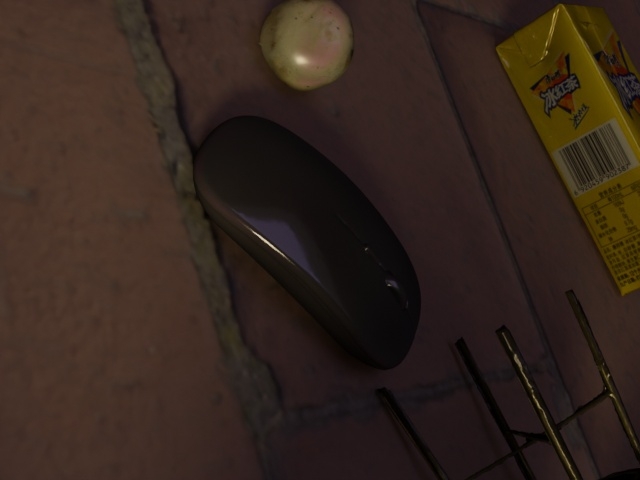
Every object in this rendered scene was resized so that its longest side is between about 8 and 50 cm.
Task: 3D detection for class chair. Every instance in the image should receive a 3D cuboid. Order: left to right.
[{"bbox_3d":[0.190,0.219,0.658,0.170,0.160,0.325,-19,77,-49],"label":"chair"}]

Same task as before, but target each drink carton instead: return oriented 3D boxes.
[{"bbox_3d":[0.369,-0.121,1.092,0.154,0.111,0.351,-16,78,-51],"label":"drink carton"}]

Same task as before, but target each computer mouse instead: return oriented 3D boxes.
[{"bbox_3d":[0.001,-0.001,0.664,0.232,0.057,0.120,46,41,-15],"label":"computer mouse"}]

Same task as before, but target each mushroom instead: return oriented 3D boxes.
[{"bbox_3d":[-0.012,-0.172,0.753,0.084,0.067,0.083,2,83,-13],"label":"mushroom"}]
